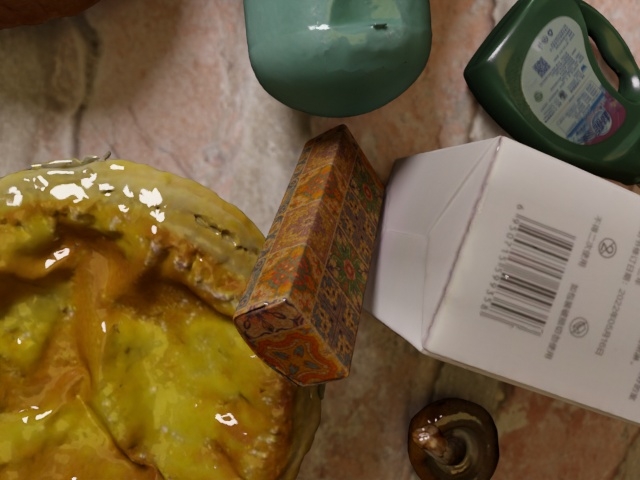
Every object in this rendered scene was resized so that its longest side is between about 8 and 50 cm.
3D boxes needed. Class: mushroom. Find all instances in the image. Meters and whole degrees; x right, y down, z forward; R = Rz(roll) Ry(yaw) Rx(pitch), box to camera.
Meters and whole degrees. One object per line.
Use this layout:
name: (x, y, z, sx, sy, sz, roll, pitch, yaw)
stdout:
mushroom: (0.114, 0.181, 0.558, 0.088, 0.073, 0.129, -35, 135, 9)

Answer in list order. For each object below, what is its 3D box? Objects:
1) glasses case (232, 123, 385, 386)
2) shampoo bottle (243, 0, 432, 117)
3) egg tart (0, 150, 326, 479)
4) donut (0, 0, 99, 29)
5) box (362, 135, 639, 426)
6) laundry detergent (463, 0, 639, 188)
glasses case: (0.000, 0.000, 0.459, 0.049, 0.218, 0.075, -20, 121, 27)
shampoo bottle: (0.004, -0.271, 0.462, 0.221, 0.151, 0.350, -6, 97, -14)
egg tart: (-0.162, 0.102, 0.479, 0.341, 0.132, 0.341, -1, 95, -12)
donut: (-0.263, -0.301, 0.417, 0.317, 0.150, 0.299, -14, 99, -8)
box: (0.218, 0.052, 0.491, 0.341, 0.225, 0.143, 21, 90, -10)
laundry detergent: (0.243, -0.128, 0.560, 0.211, 0.063, 0.137, 38, 82, -11)
